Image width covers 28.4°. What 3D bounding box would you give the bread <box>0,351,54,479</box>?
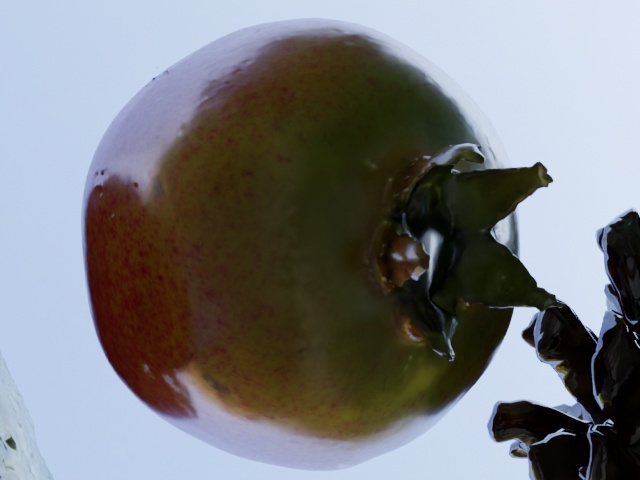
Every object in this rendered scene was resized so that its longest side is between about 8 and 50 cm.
[{"bbox_3d":[-0.260,0.102,0.655,0.129,0.382,0.366,-25,-64,6],"label":"bread"}]

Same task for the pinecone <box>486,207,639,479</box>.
[{"bbox_3d":[0.284,0.127,0.751,0.397,0.398,0.398,-1,-82,-7],"label":"pinecone"}]

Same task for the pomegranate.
[{"bbox_3d":[0.000,0.000,0.607,0.220,0.256,0.221,4,-97,-37],"label":"pomegranate"}]
